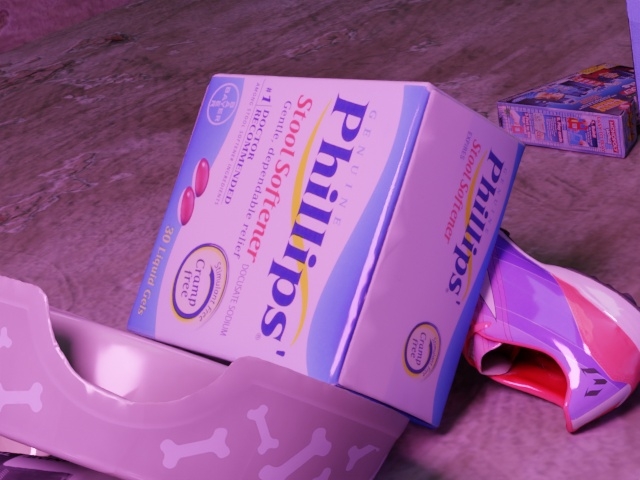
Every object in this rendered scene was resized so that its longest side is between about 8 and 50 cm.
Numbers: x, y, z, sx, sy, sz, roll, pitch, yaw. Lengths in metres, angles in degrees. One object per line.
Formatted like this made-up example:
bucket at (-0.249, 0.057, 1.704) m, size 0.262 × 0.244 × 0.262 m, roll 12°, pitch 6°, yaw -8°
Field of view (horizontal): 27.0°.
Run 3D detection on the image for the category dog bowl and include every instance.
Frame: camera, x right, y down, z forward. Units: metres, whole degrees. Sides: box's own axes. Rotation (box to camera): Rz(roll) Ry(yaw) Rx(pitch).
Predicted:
dog bowl at (-0.115, 0.123, 0.985) m, size 0.349 × 0.102 × 0.349 m, roll 18°, pitch -9°, yaw 3°

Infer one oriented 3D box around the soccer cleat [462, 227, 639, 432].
soccer cleat at (0.146, 0.056, 1.191) m, size 0.116 × 0.108 × 0.318 m, roll -40°, pitch 48°, yaw -23°

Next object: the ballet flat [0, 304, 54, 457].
ballet flat at (-0.284, 0.130, 1.311) m, size 0.086 × 0.086 × 0.248 m, roll -13°, pitch 22°, yaw -2°

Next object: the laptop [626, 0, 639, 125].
laptop at (0.255, 0.030, 0.881) m, size 0.236 × 0.382 × 0.408 m, roll 3°, pitch 26°, yaw 34°

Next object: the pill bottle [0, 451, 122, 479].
pill bottle at (-0.267, 0.222, 1.010) m, size 0.246 × 0.130 × 0.130 m, roll 1°, pitch 25°, yaw 28°

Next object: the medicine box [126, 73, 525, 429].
medicine box at (0.000, 0.000, 1.194) m, size 0.149 × 0.263 × 0.289 m, roll 25°, pitch -11°, yaw -42°

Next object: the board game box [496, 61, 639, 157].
board game box at (0.367, -0.167, 1.740) m, size 0.194 × 0.060 × 0.194 m, roll -21°, pitch 25°, yaw -23°
